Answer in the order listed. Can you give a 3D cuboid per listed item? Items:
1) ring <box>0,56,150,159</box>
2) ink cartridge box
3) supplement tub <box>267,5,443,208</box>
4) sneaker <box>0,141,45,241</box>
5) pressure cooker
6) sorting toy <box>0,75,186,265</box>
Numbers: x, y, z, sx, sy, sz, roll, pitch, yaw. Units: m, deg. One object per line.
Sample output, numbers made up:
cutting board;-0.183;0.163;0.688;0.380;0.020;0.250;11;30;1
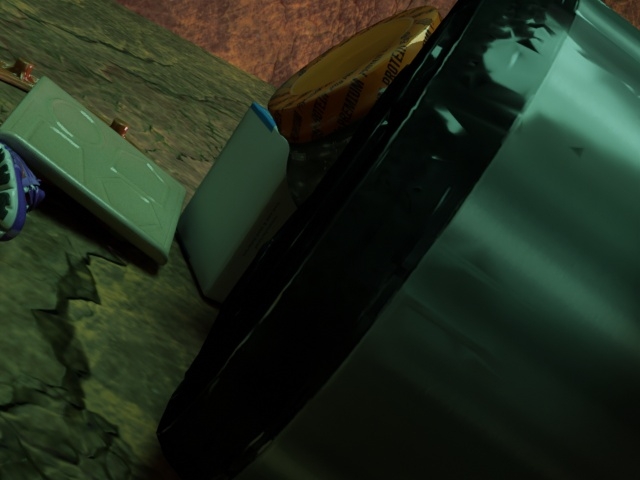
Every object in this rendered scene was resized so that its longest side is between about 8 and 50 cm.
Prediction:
ring;-0.318;-0.147;1.170;0.337;0.032;0.336;31;12;-8
ink cartridge box;0.000;0.000;1.081;0.233;0.168;0.171;28;12;-28
supplement tub;0.108;-0.016;0.899;0.338;0.207;0.207;58;4;-20
sneaker;-0.254;-0.044;0.844;0.071;0.068;0.170;33;10;-30
pressure cooker;0.164;0.092;0.608;0.420;0.375;0.370;35;46;-6
sorting toy;-0.222;-0.069;1.020;0.193;0.038;0.208;40;15;-17
